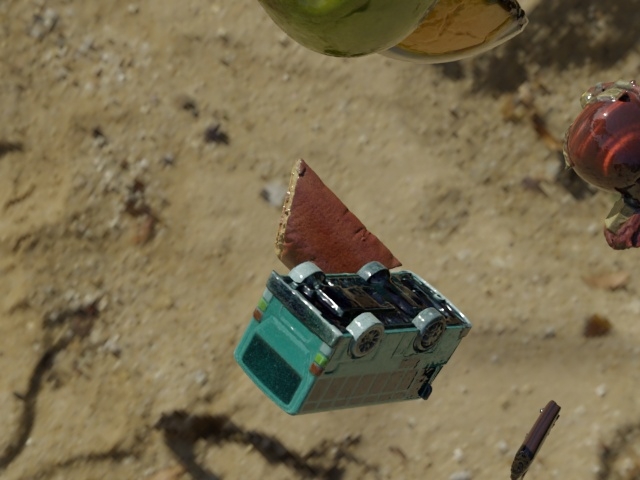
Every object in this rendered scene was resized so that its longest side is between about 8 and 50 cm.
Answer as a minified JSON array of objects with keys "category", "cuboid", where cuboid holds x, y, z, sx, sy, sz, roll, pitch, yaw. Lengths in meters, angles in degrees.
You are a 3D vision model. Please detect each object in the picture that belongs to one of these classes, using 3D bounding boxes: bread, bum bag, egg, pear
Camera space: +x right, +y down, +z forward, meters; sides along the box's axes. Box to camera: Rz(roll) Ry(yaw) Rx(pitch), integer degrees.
[{"category":"bread","cuboid":[0.000,0.000,2.030,0.192,0.119,0.067,45,12,-11]},{"category":"bum bag","cuboid":[0.256,0.283,2.023,0.026,0.159,0.109,29,45,11]},{"category":"egg","cuboid":[0.102,-0.347,2.063,0.337,0.201,0.337,51,10,-13]},{"category":"pear","cuboid":[0.028,-0.241,1.222,0.166,0.180,0.216,19,36,-1]}]

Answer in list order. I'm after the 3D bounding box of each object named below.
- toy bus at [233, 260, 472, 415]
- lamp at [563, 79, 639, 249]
[{"category":"toy bus","cuboid":[0.038,0.112,1.791,0.256,0.147,0.128,1,34,-51]},{"category":"lamp","cuboid":[0.441,-0.120,2.353,0.151,0.215,0.223,4,42,-28]}]
